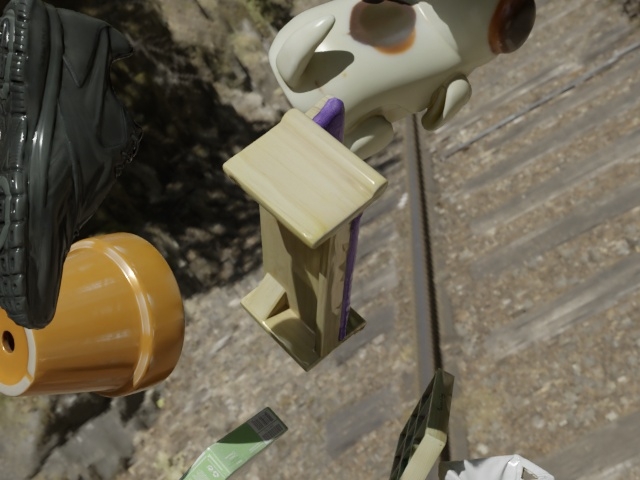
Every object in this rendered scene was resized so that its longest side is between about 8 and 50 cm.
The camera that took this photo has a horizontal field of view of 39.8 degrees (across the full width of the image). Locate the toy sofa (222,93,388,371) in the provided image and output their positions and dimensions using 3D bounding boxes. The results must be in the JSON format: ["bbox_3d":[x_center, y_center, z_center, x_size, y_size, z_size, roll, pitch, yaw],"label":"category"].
[{"bbox_3d":[0.000,0.000,1.123,0.177,0.150,0.362,-38,-24,-23],"label":"toy sofa"}]

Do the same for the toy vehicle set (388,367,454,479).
[{"bbox_3d":[0.175,0.347,1.544,0.165,0.035,0.267,-64,-3,18],"label":"toy vehicle set"}]

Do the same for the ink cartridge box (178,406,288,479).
[{"bbox_3d":[-0.171,0.361,1.334,0.235,0.056,0.171,-49,-12,27],"label":"ink cartridge box"}]

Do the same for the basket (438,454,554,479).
[{"bbox_3d":[0.289,0.431,1.476,0.167,0.103,0.113,1,8,-23],"label":"basket"}]

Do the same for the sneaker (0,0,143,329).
[{"bbox_3d":[-0.220,-0.064,0.766,0.130,0.286,0.109,5,2,-38],"label":"sneaker"}]

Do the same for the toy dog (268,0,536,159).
[{"bbox_3d":[0.131,-0.331,1.402,0.408,0.284,0.395,-30,-28,7],"label":"toy dog"}]

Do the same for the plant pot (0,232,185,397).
[{"bbox_3d":[-0.302,0.102,1.068,0.205,0.205,0.188,-19,-5,39],"label":"plant pot"}]
